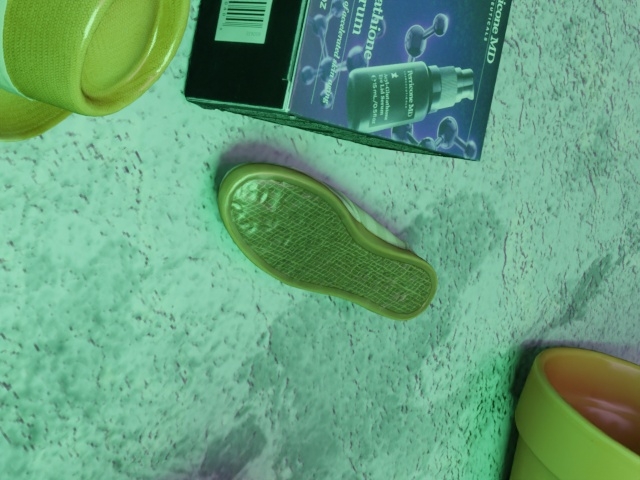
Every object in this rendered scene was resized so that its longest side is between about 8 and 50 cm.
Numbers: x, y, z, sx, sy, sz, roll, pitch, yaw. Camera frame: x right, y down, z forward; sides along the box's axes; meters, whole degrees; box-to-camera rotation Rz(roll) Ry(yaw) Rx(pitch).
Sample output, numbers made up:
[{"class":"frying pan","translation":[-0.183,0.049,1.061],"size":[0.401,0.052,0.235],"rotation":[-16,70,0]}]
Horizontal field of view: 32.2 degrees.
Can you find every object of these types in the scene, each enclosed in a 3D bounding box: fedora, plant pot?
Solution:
[{"class":"fedora","translation":[-0.125,-0.132,0.604],"size":[0.194,0.079,0.194],"rotation":[-49,156,-30]},{"class":"plant pot","translation":[0.295,0.259,1.036],"size":[0.291,0.291,0.203],"rotation":[6,112,-45]}]

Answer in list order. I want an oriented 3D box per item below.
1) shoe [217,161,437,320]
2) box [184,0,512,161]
[{"class":"shoe","translation":[0.000,0.000,0.826],"size":[0.219,0.058,0.076],"rotation":[32,97,-40]},{"class":"box","translation":[0.027,-0.147,0.771],"size":[0.207,0.108,0.153],"rotation":[7,95,-45]}]
